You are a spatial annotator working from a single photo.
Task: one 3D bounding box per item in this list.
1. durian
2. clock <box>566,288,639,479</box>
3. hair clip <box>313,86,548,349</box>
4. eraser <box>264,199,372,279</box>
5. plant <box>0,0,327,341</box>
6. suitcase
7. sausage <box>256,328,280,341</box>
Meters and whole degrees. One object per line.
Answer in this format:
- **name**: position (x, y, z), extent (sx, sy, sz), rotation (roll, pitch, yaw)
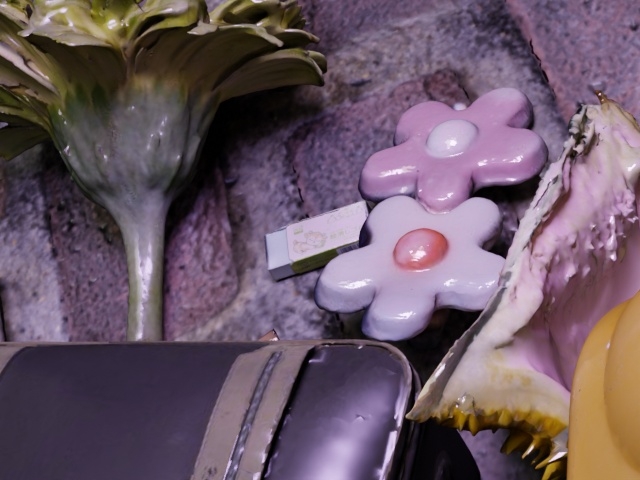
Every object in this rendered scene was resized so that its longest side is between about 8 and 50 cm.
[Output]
- **durian**: position (0.185, 0.073, 1.207), extent (0.196, 0.185, 0.305), rotation (28, 40, 6)
- **clock**: position (0.240, 0.148, 1.027), extent (0.200, 0.244, 0.317), rotation (-25, 53, 32)
- **hair clip**: position (0.085, -0.017, 1.393), extent (0.146, 0.075, 0.257), rotation (-6, 48, 28)
- **eraser**: position (0.000, 0.000, 1.452), extent (0.083, 0.019, 0.038), rotation (-18, 50, 14)
- **plant**: position (-0.120, -0.094, 1.512), extent (0.261, 0.297, 0.306), rotation (-32, -3, -31)
- **suitcase**: position (-0.114, 0.198, 1.239), extent (0.434, 0.194, 0.283), rotation (-1, 55, 25)
- **sausage**: position (-0.078, 0.101, 1.408), extent (0.116, 0.026, 0.026), rotation (-29, 47, 5)
